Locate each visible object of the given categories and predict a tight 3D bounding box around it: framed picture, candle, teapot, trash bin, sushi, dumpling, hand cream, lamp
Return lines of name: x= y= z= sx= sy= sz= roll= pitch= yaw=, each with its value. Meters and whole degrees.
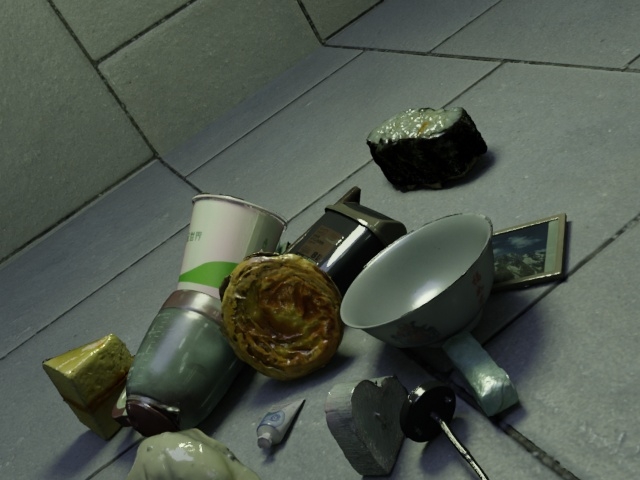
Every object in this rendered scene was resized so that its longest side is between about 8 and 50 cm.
framed picture: x=0.384 y=0.041 z=1.611 sx=0.281 sy=0.019 sz=0.209 roll=-17 pitch=30 yaw=29
candle: x=0.088 y=0.322 z=1.319 sx=0.068 sy=0.192 sz=0.169 roll=-13 pitch=76 yaw=36
teapot: x=-0.342 y=0.303 z=1.725 sx=0.314 sy=0.233 sz=0.312 roll=-16 pitch=35 yaw=46
trash bin: x=0.051 y=0.041 z=1.791 sx=0.290 sy=0.182 sz=0.209 roll=-45 pitch=40 yaw=-14
sushi: x=0.283 y=-0.253 z=2.060 sx=0.350 sy=0.171 sz=0.211 roll=4 pitch=41 yaw=49
dumpling: x=-0.274 y=0.470 z=1.387 sx=0.318 sy=0.187 sz=0.243 roll=-4 pitch=34 yaw=38
hand cream: x=-0.090 y=0.366 z=1.536 sx=0.084 sy=0.053 sz=0.142 roll=-18 pitch=19 yaw=27
lamp: x=0.221 y=0.375 z=1.163 sx=0.108 sy=0.130 sz=0.371 roll=-39 pitch=37 yaw=10

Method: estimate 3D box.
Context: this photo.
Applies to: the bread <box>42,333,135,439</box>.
bread: x=-0.532 y=0.336 z=1.844 sx=0.135 sy=0.240 sz=0.178 roll=18 pitch=49 yaw=39

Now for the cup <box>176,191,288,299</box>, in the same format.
cup: x=-0.234 y=0.049 z=1.871 sx=0.253 sy=0.253 sz=0.274 roll=-1 pitch=68 yaw=46

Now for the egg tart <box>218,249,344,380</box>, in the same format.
egg tart: x=-0.083 y=0.153 z=1.638 sx=0.297 sy=0.297 sz=0.132 roll=-25 pitch=8 yaw=14

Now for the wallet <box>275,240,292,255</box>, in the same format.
wallet: x=-0.236 y=0.102 z=2.088 sx=0.309 sy=0.077 sz=0.223 roll=-22 pitch=35 yaw=29

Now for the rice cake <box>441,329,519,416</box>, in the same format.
rice cake: x=0.280 y=0.232 z=1.344 sx=0.069 sy=0.063 sz=0.206 roll=-29 pitch=27 yaw=1

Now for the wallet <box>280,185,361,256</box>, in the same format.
wallet: x=0.000 y=0.000 z=1.941 sx=0.042 sy=0.165 sz=0.309 roll=33 pitch=61 yaw=21

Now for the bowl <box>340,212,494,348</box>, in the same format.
bowl: x=0.220 y=0.109 z=1.492 sx=0.345 sy=0.157 sz=0.345 roll=-32 pitch=17 yaw=11
